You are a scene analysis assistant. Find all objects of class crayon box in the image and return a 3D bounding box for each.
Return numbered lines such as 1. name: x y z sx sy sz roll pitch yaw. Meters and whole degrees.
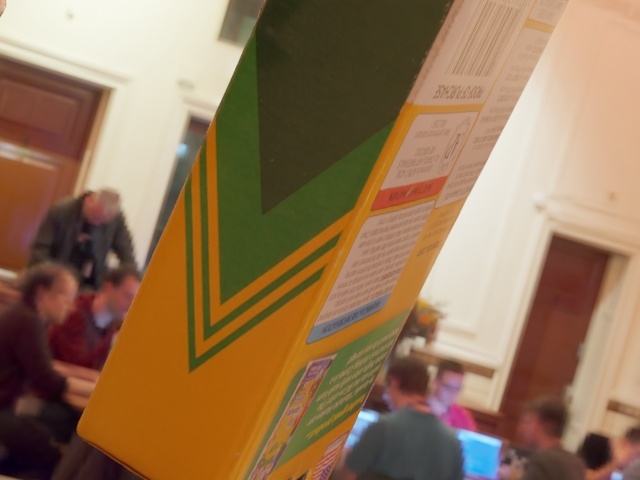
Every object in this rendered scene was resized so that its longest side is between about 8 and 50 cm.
1. crayon box: 0.000 0.000 0.636 0.083 0.323 0.203 29 15 15

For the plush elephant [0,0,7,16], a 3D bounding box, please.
1. plush elephant: -0.395 -0.271 1.036 0.272 0.255 0.330 -5 8 5
